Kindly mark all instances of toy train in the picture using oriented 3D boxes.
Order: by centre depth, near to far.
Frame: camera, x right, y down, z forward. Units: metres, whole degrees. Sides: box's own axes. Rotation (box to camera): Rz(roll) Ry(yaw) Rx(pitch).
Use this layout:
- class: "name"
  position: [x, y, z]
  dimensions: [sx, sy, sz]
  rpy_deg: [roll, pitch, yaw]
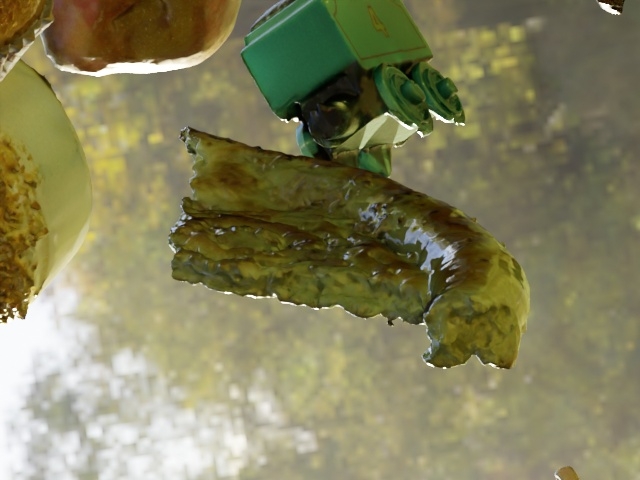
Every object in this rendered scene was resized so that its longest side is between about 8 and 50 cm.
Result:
- class: "toy train"
  position: [0.027, -0.126, 1.484]
  dimensions: [0.154, 0.107, 0.198]
  rpy_deg: [59, -156, 7]

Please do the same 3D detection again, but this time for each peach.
- class: "peach"
  position: [-0.200, -0.269, 2.024]
  dimensions: [0.214, 0.235, 0.214]
  rpy_deg: [48, 178, 3]

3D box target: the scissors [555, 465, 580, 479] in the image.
- class: "scissors"
  position: [0.254, 0.310, 1.399]
  dimensions: [0.160, 0.024, 0.317]
  rpy_deg: [79, 166, -49]

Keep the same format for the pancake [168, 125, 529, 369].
- class: "pancake"
  position: [0.001, -0.005, 1.112]
  dimensions: [0.376, 0.197, 0.054]
  rpy_deg: [24, 118, 52]

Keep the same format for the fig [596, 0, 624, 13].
- class: "fig"
  position: [0.379, -0.345, 1.885]
  dimensions: [0.190, 0.190, 0.290]
  rpy_deg: [-11, -60, -85]

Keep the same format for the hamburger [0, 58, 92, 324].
- class: "hamburger"
  position: [-0.339, -0.045, 1.645]
  dimensions: [0.276, 0.294, 0.179]
  rpy_deg: [53, -130, -7]

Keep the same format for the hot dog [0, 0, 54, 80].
- class: "hot dog"
  position: [-0.239, -0.198, 1.210]
  dimensions: [0.075, 0.144, 0.268]
  rpy_deg: [86, 171, -51]
